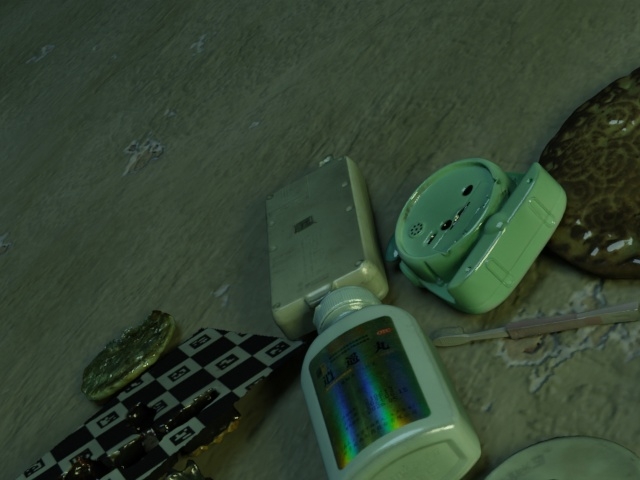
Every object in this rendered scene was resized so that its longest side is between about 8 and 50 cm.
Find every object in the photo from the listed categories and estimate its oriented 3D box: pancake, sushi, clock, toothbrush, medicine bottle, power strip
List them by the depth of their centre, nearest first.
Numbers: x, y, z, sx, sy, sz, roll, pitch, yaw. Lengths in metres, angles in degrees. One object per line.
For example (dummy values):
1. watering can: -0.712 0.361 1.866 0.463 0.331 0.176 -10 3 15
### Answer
1. medicine bottle: 0.048 0.127 0.963 0.121 0.083 0.229 -33 33 9
2. toothbrush: 0.184 0.075 0.969 0.194 0.014 0.017 -11 40 33
3. pancake: 0.325 -0.080 1.022 0.286 0.033 0.288 -28 35 9
4. clock: 0.134 -0.013 1.061 0.148 0.060 0.188 -56 30 -10
5. sushi: -0.155 0.189 1.094 0.279 0.043 0.193 -39 24 -31
6. power strip: 0.000 0.000 1.181 0.118 0.046 0.270 -28 30 12
7. pancake: -0.216 0.130 1.239 0.129 0.022 0.116 -37 25 3

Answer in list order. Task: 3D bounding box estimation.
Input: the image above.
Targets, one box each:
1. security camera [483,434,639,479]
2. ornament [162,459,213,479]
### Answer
1. security camera: 0.181 0.226 0.735 0.157 0.080 0.301 -35 31 3
2. ornament: -0.022 0.212 0.781 0.202 0.236 0.080 -37 44 3
